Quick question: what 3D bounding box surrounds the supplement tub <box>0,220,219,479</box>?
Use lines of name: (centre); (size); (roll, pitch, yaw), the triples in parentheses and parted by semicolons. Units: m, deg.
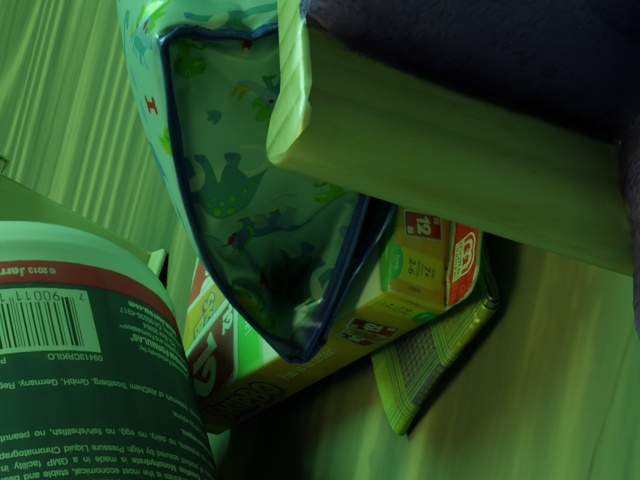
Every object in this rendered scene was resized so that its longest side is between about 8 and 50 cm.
supplement tub: (-0.130, 0.146, 0.700); (0.191, 0.191, 0.272); (-52, 45, 41)

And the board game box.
board game box: (0.000, 0.000, 0.727); (0.259, 0.039, 0.124); (-32, 45, 56)

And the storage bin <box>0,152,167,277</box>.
storage bin: (-0.228, 0.133, 0.977); (0.262, 0.123, 0.260); (-44, 24, 47)

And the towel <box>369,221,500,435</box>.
towel: (0.045, 0.032, 0.650); (0.083, 0.009, 0.060); (-58, 29, 33)

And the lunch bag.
lunch bag: (-0.026, -0.044, 0.652); (0.129, 0.096, 0.151); (-113, 17, -59)

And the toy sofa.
toy sofa: (0.130, -0.127, 0.393); (0.362, 0.150, 0.177); (-51, 32, 41)
